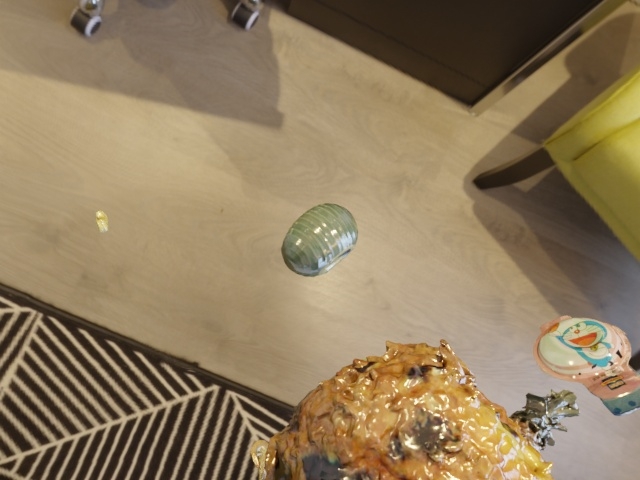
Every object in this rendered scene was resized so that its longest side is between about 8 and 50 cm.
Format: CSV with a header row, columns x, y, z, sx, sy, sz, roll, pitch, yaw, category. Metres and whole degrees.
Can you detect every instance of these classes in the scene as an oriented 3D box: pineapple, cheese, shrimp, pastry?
x,y,z,sx,sy,sz,roll,pitch,yaw,category
0.474,0.438,1.466,0.310,0.141,0.170,-23,119,-31,pineapple
-0.621,-0.055,1.817,0.030,0.083,0.044,-17,125,-9,cheese
-0.154,0.551,1.617,0.059,0.023,0.108,35,35,-17,shrimp
0.105,0.306,0.850,0.292,0.405,0.338,-23,101,-53,pastry
0.528,0.233,1.247,0.188,0.286,0.074,-22,118,-1,cheese

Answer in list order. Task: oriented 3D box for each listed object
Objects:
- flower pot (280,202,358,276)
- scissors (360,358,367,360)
x,y,z,sx,sy,sz,roll,pitch,yaw,category
0.000,0.000,1.803,0.243,0.189,0.157,-35,77,-26,flower pot
0.127,0.369,1.458,0.101,0.027,0.204,-31,68,-20,scissors
